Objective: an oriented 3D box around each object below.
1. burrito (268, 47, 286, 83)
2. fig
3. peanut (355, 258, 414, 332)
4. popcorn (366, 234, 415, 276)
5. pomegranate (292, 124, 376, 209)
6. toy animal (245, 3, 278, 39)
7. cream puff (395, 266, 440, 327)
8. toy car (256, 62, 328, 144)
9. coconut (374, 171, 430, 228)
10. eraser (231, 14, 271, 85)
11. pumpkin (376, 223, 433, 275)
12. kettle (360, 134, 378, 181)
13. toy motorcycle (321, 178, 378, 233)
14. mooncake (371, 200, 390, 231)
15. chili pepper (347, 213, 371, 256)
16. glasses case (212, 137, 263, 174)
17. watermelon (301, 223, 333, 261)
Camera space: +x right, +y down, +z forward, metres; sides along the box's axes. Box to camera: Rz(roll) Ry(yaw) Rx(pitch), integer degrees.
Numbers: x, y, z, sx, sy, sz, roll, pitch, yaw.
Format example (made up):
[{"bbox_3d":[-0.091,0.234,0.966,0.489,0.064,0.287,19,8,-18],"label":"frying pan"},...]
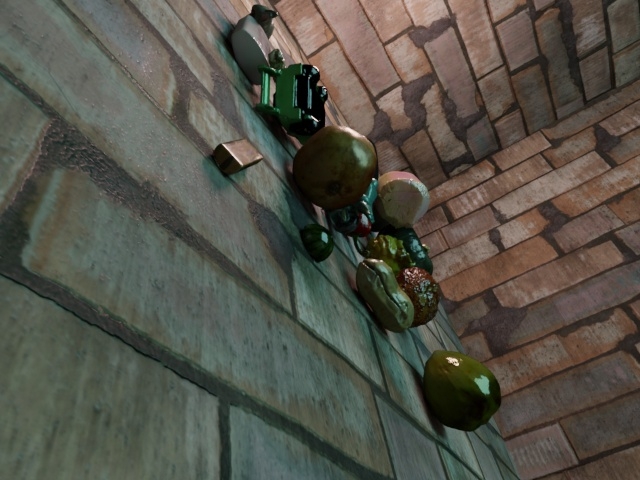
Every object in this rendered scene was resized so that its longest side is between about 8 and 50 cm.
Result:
[{"bbox_3d":[-0.138,-0.558,1.571,0.045,0.058,0.188,58,-2,7],"label":"burrito"},{"bbox_3d":[0.449,0.480,1.583,0.239,0.239,0.271,41,13,-53],"label":"fig"},{"bbox_3d":[0.200,0.175,1.493,0.290,0.130,0.130,55,16,-23],"label":"peanut"},{"bbox_3d":[0.266,0.057,1.887,0.197,0.155,0.197,46,11,-11],"label":"popcorn"},{"bbox_3d":[0.040,-0.228,1.463,0.229,0.252,0.270,33,27,-21],"label":"pomegranate"},{"bbox_3d":[-0.215,-0.812,1.776,0.108,0.138,0.236,54,-22,-6],"label":"toy animal"},{"bbox_3d":[0.351,0.211,1.775,0.240,0.164,0.239,-16,110,-49],"label":"cream puff"},{"bbox_3d":[-0.075,-0.442,1.602,0.359,0.177,0.213,25,64,-78],"label":"toy car"},{"bbox_3d":[0.330,-0.171,2.012,0.233,0.233,0.245,58,10,-12],"label":"coconut"},{"bbox_3d":[-0.227,-0.644,1.627,0.270,0.095,0.174,-94,158,-56],"label":"eraser"},{"bbox_3d":[0.368,0.059,2.094,0.300,0.207,0.300,57,11,-18],"label":"pumpkin"},{"bbox_3d":[0.150,-0.238,1.977,0.268,0.208,0.290,66,15,-55],"label":"kettle"},{"bbox_3d":[0.109,-0.131,1.615,0.109,0.198,0.296,57,16,-36],"label":"toy motorcycle"},{"bbox_3d":[0.233,-0.169,2.230,0.275,0.135,0.275,58,15,-26],"label":"mooncake"},{"bbox_3d":[0.133,-0.127,1.738,0.110,0.110,0.387,38,50,-57],"label":"chili pepper"},{"bbox_3d":[-0.178,-0.180,1.041,0.064,0.041,0.170,48,17,-6],"label":"glasses case"},{"bbox_3d":[0.000,0.000,1.263,0.105,0.062,0.105,51,23,-31],"label":"watermelon"}]
